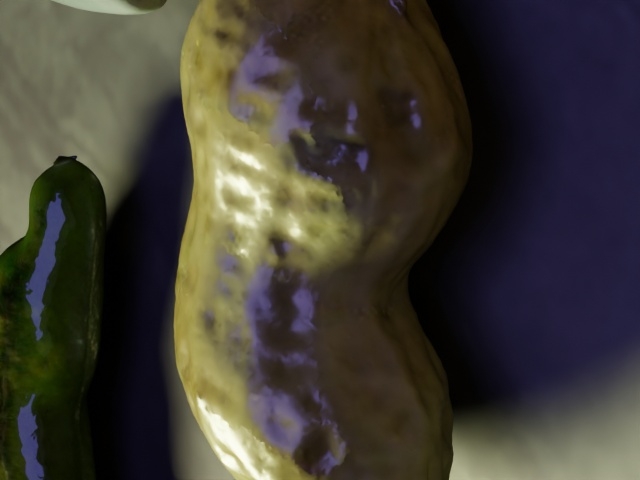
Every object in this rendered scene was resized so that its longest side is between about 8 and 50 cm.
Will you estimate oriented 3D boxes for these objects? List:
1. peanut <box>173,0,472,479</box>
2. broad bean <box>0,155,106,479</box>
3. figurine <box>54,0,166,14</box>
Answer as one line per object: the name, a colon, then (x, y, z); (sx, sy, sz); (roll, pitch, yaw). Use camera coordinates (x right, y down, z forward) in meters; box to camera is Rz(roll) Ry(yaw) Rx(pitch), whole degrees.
peanut: (0.000, 0.000, 0.656); (0.103, 0.098, 0.229); (-153, 63, -70)
broad bean: (-0.085, 0.118, 0.773); (0.144, 0.049, 0.292); (-35, 73, 31)
figurine: (-0.052, -0.188, 0.658); (0.236, 0.133, 0.176); (-27, 45, 32)
